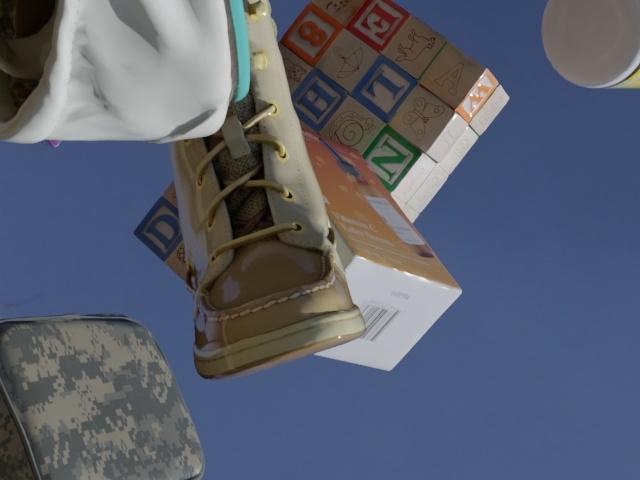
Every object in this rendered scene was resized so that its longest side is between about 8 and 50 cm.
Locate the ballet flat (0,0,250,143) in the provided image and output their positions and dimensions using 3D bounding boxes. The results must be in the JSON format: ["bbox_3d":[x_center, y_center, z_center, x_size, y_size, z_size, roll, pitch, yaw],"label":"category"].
[{"bbox_3d":[-0.103,-0.189,0.469,0.139,0.139,0.400,33,-38,33],"label":"ballet flat"}]

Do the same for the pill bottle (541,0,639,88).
[{"bbox_3d":[0.284,-0.187,1.209,0.103,0.184,0.103,5,-82,40],"label":"pill bottle"}]

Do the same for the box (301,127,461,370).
[{"bbox_3d":[0.000,0.000,1.017,0.091,0.130,0.170,-50,-129,20],"label":"box"}]

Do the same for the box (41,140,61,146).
[{"bbox_3d":[-0.362,-0.286,1.663,0.293,0.201,0.057,48,-15,-21],"label":"box"}]

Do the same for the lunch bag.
[{"bbox_3d":[-0.301,0.212,1.347,0.256,0.305,0.212,-27,-101,22],"label":"lunch bag"}]

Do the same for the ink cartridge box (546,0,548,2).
[{"bbox_3d":[0.330,-0.251,1.480,0.261,0.296,0.066,39,-78,29],"label":"ink cartridge box"}]

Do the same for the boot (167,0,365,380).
[{"bbox_3d":[-0.045,-0.040,0.764,0.262,0.095,0.203,-104,-179,-82],"label":"boot"}]

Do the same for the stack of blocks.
[{"bbox_3d":[0.000,-0.065,1.178,0.171,0.087,0.297,40,-86,22],"label":"stack of blocks"}]
